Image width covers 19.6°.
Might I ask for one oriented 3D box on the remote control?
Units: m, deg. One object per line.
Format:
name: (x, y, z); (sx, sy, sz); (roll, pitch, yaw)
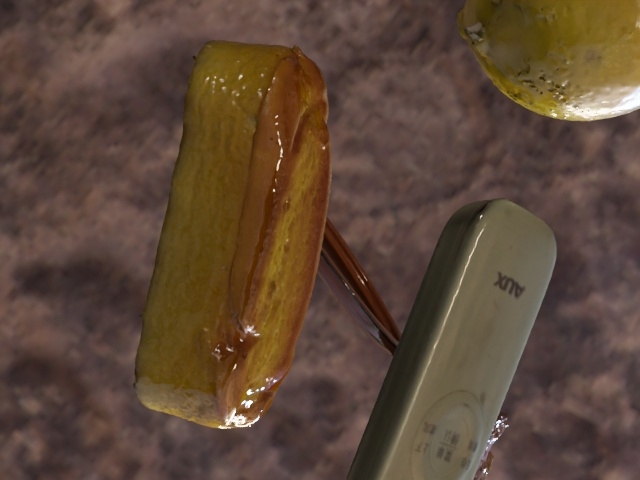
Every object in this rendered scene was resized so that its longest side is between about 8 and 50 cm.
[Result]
remote control: (0.048, 0.124, 0.997); (0.038, 0.309, 0.090); (18, -7, 38)

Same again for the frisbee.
frisbee: (0.000, 0.000, 1.611); (0.251, 0.021, 0.251); (53, 4, -6)

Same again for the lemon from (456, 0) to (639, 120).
lemon: (0.204, -0.175, 1.379); (0.206, 0.173, 0.173); (-3, -42, -3)

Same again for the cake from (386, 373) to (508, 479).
cake: (0.105, 0.192, 1.541); (0.113, 0.116, 0.295); (15, 7, -3)

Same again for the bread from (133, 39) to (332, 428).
bread: (-0.053, -0.004, 1.167); (0.094, 0.245, 0.102); (12, 3, 17)
